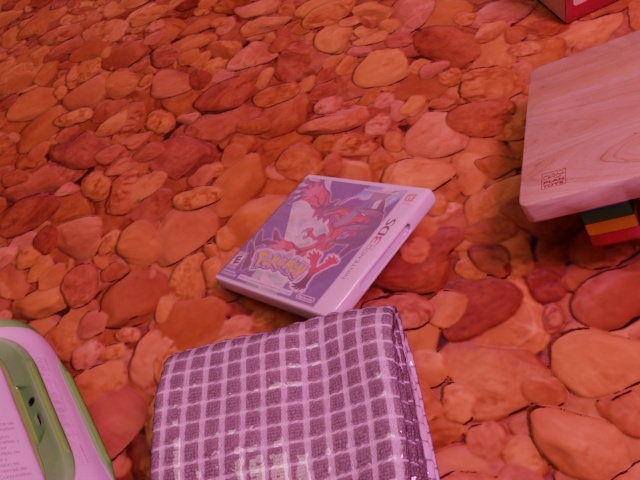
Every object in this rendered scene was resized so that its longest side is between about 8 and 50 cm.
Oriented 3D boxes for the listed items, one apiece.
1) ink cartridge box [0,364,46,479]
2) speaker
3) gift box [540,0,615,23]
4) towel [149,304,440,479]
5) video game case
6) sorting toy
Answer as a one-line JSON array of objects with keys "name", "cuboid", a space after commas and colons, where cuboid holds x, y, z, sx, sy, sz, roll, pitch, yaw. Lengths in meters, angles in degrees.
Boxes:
[{"name": "ink cartridge box", "cuboid": [-0.323, 0.257, 0.537, 0.330, 0.071, 0.324, 43, 113, 39]}, {"name": "speaker", "cuboid": [-0.284, 0.206, 0.643, 0.131, 0.131, 0.296, -36, 49, -11]}, {"name": "gift box", "cuboid": [0.339, -0.486, 0.901, 0.277, 0.255, 0.258, -22, 50, -2]}, {"name": "towel", "cuboid": [-0.022, 0.201, 0.553, 0.235, 0.121, 0.283, -14, 49, 10]}, {"name": "video game case", "cuboid": [0.000, 0.000, 0.740, 0.201, 0.023, 0.183, 12, 54, 48]}, {"name": "sorting toy", "cuboid": [0.340, -0.114, 0.649, 0.257, 0.089, 0.255, -16, 35, 32]}]
